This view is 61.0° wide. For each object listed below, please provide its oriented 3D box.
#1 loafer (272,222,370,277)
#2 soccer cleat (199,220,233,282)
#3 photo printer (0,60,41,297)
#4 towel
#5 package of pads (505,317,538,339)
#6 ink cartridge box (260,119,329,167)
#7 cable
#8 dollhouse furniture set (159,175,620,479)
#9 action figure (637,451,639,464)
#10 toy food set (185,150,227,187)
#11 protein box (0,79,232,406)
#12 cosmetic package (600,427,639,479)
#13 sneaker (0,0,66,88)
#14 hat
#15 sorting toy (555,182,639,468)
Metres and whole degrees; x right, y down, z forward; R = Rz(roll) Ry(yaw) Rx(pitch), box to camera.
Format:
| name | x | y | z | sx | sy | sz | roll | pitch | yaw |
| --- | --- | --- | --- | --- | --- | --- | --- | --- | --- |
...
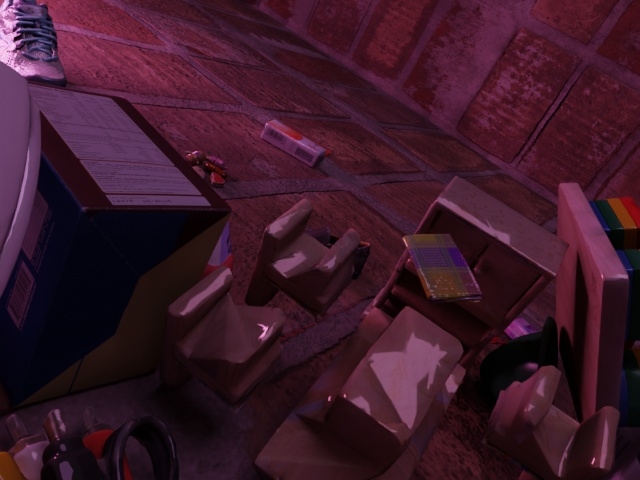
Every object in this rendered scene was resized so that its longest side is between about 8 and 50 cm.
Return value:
| name | x | y | z | sx | sy | sz | roll | pitch | yaw |
| --- | --- | --- | --- | --- | --- | --- | --- | --- | --- |
| loafer | 0.000 | 0.000 | 0.877 | 0.170 | 0.061 | 0.062 | 21 | 27 | -16 |
| soccer cleat | -0.170 | -0.007 | 0.607 | 0.083 | 0.095 | 0.248 | 6 | 11 | -38 |
| photo printer | -0.337 | -0.020 | 0.312 | 0.307 | 0.107 | 0.256 | 9 | 66 | -5 |
| towel | 0.118 | 0.027 | 0.532 | 0.060 | 0.009 | 0.083 | -1 | 49 | -20 |
| package of pads | 0.371 | 0.175 | 0.971 | 0.050 | 0.032 | 0.083 | 1 | 37 | -43 |
| ink cartridge box | -0.047 | -0.246 | 1.314 | 0.145 | 0.045 | 0.179 | 31 | 27 | 2 |
| cable | -0.134 | 0.226 | 0.348 | 0.139 | 0.072 | 0.287 | 8 | 43 | -52 |
| dollhouse furniture set | 0.086 | 0.143 | 0.600 | 0.362 | 0.256 | 0.394 | 34 | 46 | 13 |
| action figure | 0.358 | 0.310 | 0.471 | 0.341 | 0.178 | 0.330 | 50 | 27 | -19 |
| toy food set | -0.198 | -0.131 | 0.965 | 0.078 | 0.019 | 0.122 | 11 | 31 | -34 |
| protein box | -0.221 | -0.006 | 0.491 | 0.136 | 0.200 | 0.201 | -3 | 40 | -51 |
| cosmetic package | 0.465 | 0.292 | 0.678 | 0.183 | 0.151 | 0.151 | 35 | 13 | 12 |
| sneaker | -0.500 | -0.338 | 0.919 | 0.110 | 0.122 | 0.283 | 1 | 37 | -45 |
| hat | 0.237 | 0.184 | 0.789 | 0.183 | 0.173 | 0.208 | 5 | -12 | 30 |
| sorting toy | 0.356 | 0.090 | 0.663 | 0.089 | 0.255 | 0.257 | -3 | 26 | 15 |
